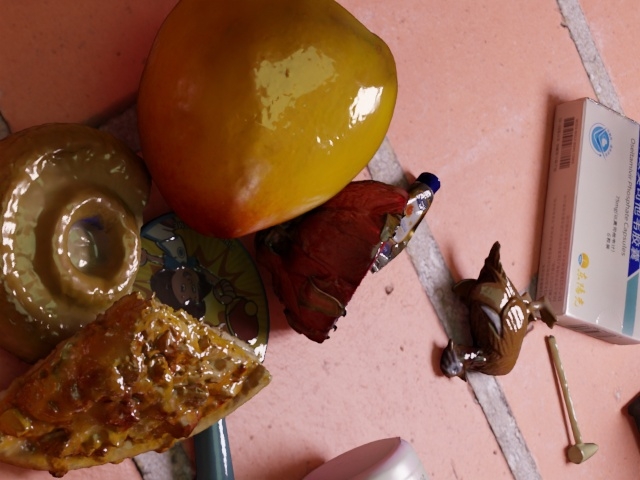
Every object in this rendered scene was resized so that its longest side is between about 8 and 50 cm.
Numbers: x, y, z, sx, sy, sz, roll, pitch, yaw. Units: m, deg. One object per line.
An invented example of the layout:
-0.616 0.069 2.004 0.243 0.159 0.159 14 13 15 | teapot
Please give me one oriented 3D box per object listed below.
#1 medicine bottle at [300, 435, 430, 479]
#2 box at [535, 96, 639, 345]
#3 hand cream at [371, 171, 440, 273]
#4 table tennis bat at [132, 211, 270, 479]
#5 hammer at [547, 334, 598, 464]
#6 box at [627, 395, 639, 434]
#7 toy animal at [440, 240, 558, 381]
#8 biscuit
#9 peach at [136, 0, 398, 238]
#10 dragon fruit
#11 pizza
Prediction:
0.094 0.402 1.600 0.170 0.170 0.293 -28 94 -38 | medicine bottle
0.434 -0.027 2.023 0.200 0.065 0.344 19 72 -35 | box
0.109 -0.030 1.780 0.163 0.039 0.062 -51 131 -30 | hand cream
-0.145 0.128 1.548 0.215 0.044 0.329 -6 86 -39 | table tennis bat
0.377 0.233 1.967 0.060 0.028 0.195 -16 93 -45 | hammer
0.703 0.294 2.023 0.251 0.345 0.205 -33 110 -38 | box
0.231 0.102 1.835 0.179 0.089 0.188 -18 101 -24 | toy animal
-0.290 0.000 1.415 0.213 0.091 0.274 16 76 -39 | biscuit
-0.077 -0.160 1.500 0.308 0.289 0.289 -42 112 -7 | peach
-0.001 0.002 1.607 0.148 0.224 0.218 33 104 1 | dragon fruit
-0.204 0.154 1.389 0.335 0.226 0.086 -10 46 -23 | pizza
